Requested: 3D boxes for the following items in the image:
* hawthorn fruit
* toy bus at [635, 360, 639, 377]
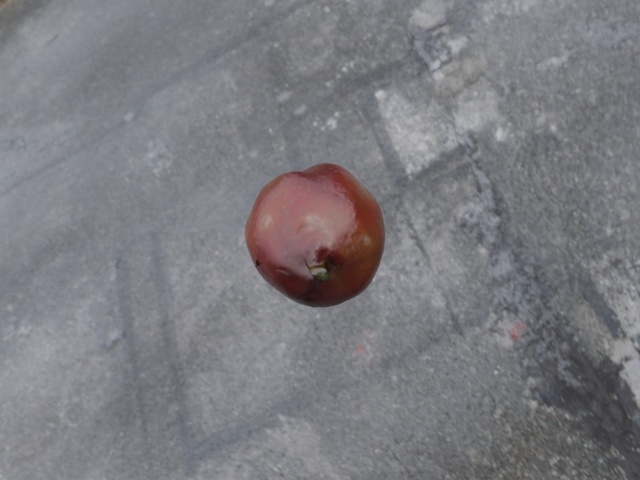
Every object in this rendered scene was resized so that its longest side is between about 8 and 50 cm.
[{"bbox_3d":[0.000,0.000,0.961,0.169,0.169,0.188,-39,25,3],"label":"hawthorn fruit"},{"bbox_3d":[0.678,0.232,1.662,0.060,0.075,0.123,-91,20,-56],"label":"toy bus"}]
